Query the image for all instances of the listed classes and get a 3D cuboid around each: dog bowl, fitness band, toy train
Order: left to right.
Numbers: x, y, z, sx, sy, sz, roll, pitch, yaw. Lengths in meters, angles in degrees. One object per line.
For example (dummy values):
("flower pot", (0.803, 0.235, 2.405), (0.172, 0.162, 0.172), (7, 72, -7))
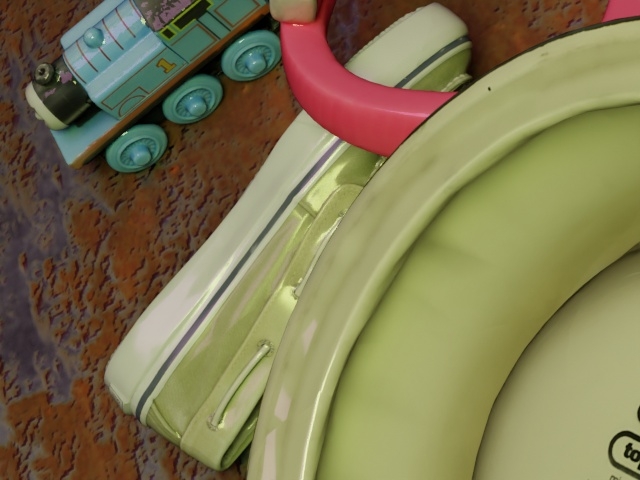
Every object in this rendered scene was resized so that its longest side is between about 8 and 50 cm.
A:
("toy train", (-0.107, -0.120, 1.192), (0.184, 0.105, 0.080), (-37, 55, 12))
("fitness band", (0.091, -0.155, 1.043), (0.209, 0.054, 0.290), (10, 49, 14))
("dog bowl", (0.153, 0.118, 0.803), (0.408, 0.150, 0.408), (-20, 62, 43))

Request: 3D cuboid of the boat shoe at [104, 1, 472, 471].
("boat shoe", (0.000, 0.000, 1.096), (0.094, 0.109, 0.302), (40, 96, 11))
